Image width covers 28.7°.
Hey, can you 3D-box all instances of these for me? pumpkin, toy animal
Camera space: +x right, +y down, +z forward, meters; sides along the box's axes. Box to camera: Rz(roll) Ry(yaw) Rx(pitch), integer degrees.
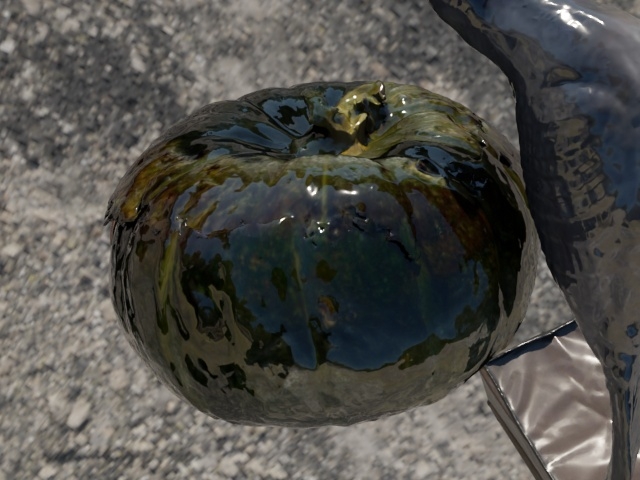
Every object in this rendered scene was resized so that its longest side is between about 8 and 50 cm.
[{"bbox_3d":[0.000,-0.003,0.655,0.238,0.238,0.159,-14,110,-35],"label":"pumpkin"},{"bbox_3d":[0.157,-0.015,0.567,0.081,0.206,0.367,-45,117,-45],"label":"toy animal"}]

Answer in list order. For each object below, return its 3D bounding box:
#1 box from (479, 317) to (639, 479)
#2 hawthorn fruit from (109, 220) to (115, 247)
[{"bbox_3d":[0.309,0.210,1.336,0.188,0.153,0.252,-26,60,-2],"label":"box"},{"bbox_3d":[-0.106,0.004,1.369,0.258,0.258,0.262,38,66,-5],"label":"hawthorn fruit"}]
